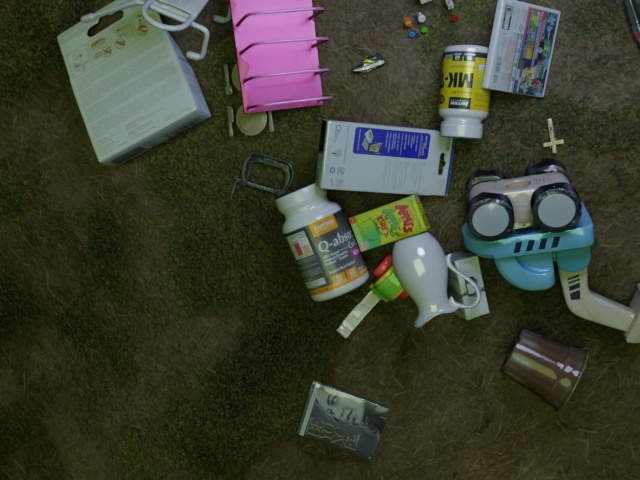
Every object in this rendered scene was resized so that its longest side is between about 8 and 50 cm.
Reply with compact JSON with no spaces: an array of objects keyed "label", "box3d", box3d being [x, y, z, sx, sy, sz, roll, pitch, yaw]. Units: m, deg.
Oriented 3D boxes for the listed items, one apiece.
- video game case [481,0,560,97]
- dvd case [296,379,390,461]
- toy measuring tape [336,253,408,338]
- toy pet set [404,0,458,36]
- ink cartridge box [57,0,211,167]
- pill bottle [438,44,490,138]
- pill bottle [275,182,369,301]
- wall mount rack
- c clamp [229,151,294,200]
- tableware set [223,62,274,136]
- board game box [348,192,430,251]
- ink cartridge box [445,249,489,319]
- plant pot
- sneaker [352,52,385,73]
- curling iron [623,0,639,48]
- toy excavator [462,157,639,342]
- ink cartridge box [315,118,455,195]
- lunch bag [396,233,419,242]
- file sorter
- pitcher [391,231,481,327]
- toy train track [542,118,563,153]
[{"label":"video game case","box3d":[0.462,-0.440,1.704,0.183,0.023,0.201,1,104,-30]},{"label":"dvd case","box3d":[0.060,0.491,2.017,0.221,0.018,0.164,19,104,7]},{"label":"toy measuring tape","box3d":[0.150,0.137,1.883,0.121,0.121,0.330,42,105,1]},{"label":"toy pet set","box3d":[0.253,-0.568,1.770,0.122,0.065,0.114,-16,132,16]},{"label":"ink cartridge box","box3d":[-0.495,-0.428,1.939,0.308,0.091,0.385,-25,78,15]},{"label":"pill bottle","box3d":[0.340,-0.346,1.743,0.119,0.119,0.208,5,96,10]},{"label":"pill bottle","box3d":[0.000,0.000,1.863,0.162,0.162,0.278,-22,96,14]},{"label":"wall mount rack","box3d":[-0.381,-0.568,1.775,0.304,0.350,0.130,22,134,-3]},{"label":"c clamp","box3d":[-0.151,-0.158,1.937,0.161,0.022,0.137,12,97,10]},{"label":"tableware set","box3d":[-0.176,-0.365,1.893,0.128,0.039,0.194,-3,95,21]},{"label":"board game box","box3d":[0.170,-0.044,1.831,0.181,0.043,0.092,-19,93,27]},{"label":"ink cartridge box","box3d":[0.358,0.109,1.834,0.063,0.109,0.150,-14,99,-7]},{"label":"plant pot","box3d":[0.543,0.308,1.822,0.165,0.167,0.167,26,104,14]},{"label":"sneaker","box3d":[0.116,-0.437,1.828,0.083,0.031,0.035,-15,84,9]},{"label":"curling iron","box3d":[0.740,-0.485,1.690,0.068,0.035,0.274,-28,95,11]},{"label":"toy excavator","box3d":[0.568,0.045,1.760,0.433,0.222,0.445,-8,113,12]},{"label":"ink cartridge box","box3d":[0.159,-0.199,1.804,0.333,0.065,0.165,4,102,-16]},{"label":"lunch bag","box3d":[0.216,-0.036,1.868,0.083,0.053,0.071,-30,88,12]},{"label":"file sorter","box3d":[-0.089,-0.459,1.749,0.202,0.182,0.290,-9,100,-13]},{"label":"pitcher","box3d":[0.271,0.082,1.754,0.178,0.125,0.207,-19,90,9]},{"label":"toy train track","box3d":[0.558,-0.251,1.782,0.048,0.014,0.083,-9,93,20]}]
